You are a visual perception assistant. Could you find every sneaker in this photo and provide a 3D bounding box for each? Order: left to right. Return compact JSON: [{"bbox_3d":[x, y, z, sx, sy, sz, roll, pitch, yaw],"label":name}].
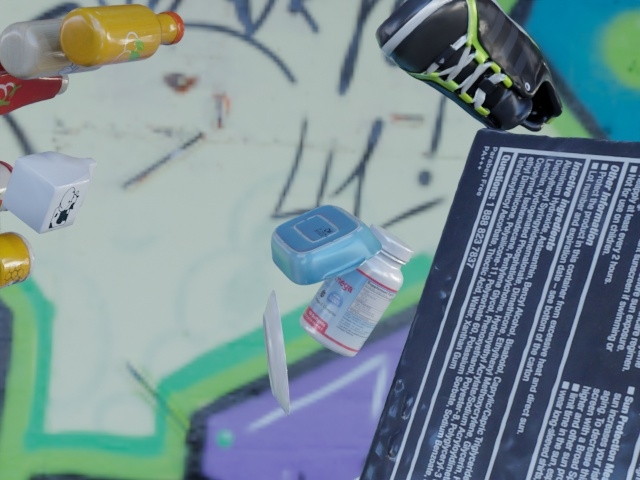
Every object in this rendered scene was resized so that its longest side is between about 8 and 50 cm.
[{"bbox_3d":[0.136,-0.139,0.982,0.084,0.097,0.235,-43,-25,25],"label":"sneaker"}]

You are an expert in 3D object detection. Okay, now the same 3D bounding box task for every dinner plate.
[{"bbox_3d":[-0.050,0.125,1.364,0.017,0.141,0.141,-8,-4,-6],"label":"dinner plate"}]

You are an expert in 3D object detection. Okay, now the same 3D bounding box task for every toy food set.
[{"bbox_3d":[-0.194,-0.080,0.892,0.111,0.232,0.104,35,27,19],"label":"toy food set"}]

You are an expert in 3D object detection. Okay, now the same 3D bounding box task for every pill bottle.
[{"bbox_3d":[0.049,0.062,1.571,0.087,0.160,0.087,32,7,-5],"label":"pill bottle"}]

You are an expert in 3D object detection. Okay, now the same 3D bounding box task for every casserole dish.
[{"bbox_3d":[0.000,0.000,1.455,0.114,0.037,0.188,-25,20,-9],"label":"casserole dish"}]

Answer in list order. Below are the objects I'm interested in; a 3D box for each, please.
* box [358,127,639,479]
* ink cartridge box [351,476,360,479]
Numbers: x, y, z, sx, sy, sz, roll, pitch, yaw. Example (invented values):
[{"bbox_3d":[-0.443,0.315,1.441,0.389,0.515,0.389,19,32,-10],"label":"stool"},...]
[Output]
[{"bbox_3d":[0.210,0.108,0.722,0.294,0.296,0.183,9,-15,43],"label":"box"},{"bbox_3d":[-0.008,0.300,1.234,0.115,0.067,0.198,-28,-6,-30],"label":"ink cartridge box"}]
